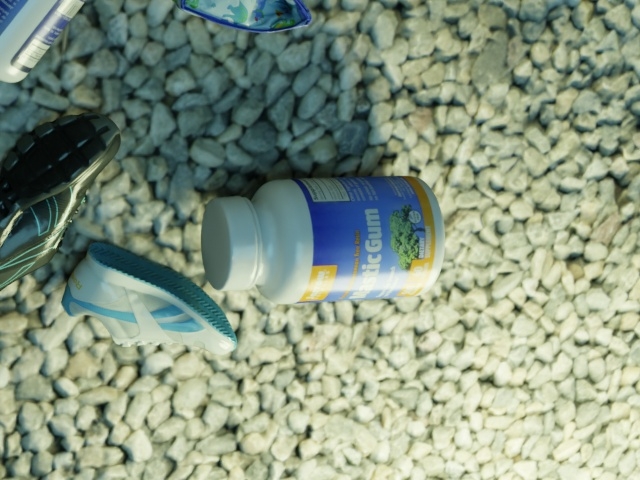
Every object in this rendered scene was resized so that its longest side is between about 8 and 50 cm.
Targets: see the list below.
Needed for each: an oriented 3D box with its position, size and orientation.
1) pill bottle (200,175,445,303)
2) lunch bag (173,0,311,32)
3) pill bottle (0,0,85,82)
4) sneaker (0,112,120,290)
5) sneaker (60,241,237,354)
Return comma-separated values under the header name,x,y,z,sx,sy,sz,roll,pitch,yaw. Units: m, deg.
name,x,y,z,sx,sy,sz,roll,pitch,yaw
pill bottle,0.000,0.000,1.898,0.272,0.152,0.152,-3,116,-24
lunch bag,-0.094,-0.285,1.726,0.151,0.129,0.096,19,107,-30
pill bottle,-0.336,-0.232,1.653,0.112,0.112,0.187,36,97,-34
sneaker,-0.327,-0.039,1.782,0.267,0.101,0.106,-41,144,1
sneaker,-0.204,0.087,1.898,0.228,0.087,0.092,29,108,-26
